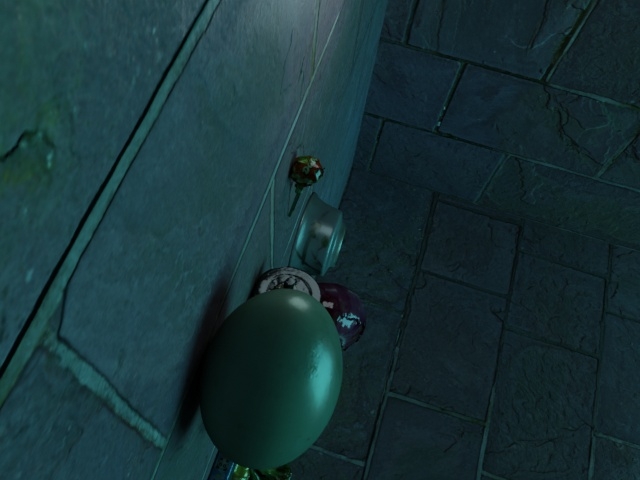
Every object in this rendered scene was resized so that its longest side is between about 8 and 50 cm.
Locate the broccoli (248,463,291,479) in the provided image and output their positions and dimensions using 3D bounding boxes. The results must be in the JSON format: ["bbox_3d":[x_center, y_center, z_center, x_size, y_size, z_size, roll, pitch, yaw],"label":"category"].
[{"bbox_3d":[-0.247,0.887,2.348,0.269,0.269,0.253,100,2,-60],"label":"broccoli"}]

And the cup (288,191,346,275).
[{"bbox_3d":[0.000,0.000,2.306,0.347,0.163,0.346,17,90,-85],"label":"cup"}]

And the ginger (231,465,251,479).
[{"bbox_3d":[-0.288,0.762,1.945,0.157,0.102,0.216,-38,-150,46],"label":"ginger"}]

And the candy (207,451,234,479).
[{"bbox_3d":[-0.293,0.690,1.840,0.097,0.062,0.194,102,7,-60],"label":"candy"}]

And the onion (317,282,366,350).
[{"bbox_3d":[-0.001,0.295,2.334,0.358,0.359,0.344,96,-11,-72],"label":"onion"}]

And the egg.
[{"bbox_3d":[-0.098,0.275,1.184,0.276,0.276,0.388,-64,174,-67],"label":"egg"}]

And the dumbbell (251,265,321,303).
[{"bbox_3d":[-0.103,0.221,1.623,0.388,0.185,0.185,104,5,-50],"label":"dumbbell"}]

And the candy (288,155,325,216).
[{"bbox_3d":[-0.055,-0.137,1.648,0.287,0.084,0.077,115,-9,-60],"label":"candy"}]
